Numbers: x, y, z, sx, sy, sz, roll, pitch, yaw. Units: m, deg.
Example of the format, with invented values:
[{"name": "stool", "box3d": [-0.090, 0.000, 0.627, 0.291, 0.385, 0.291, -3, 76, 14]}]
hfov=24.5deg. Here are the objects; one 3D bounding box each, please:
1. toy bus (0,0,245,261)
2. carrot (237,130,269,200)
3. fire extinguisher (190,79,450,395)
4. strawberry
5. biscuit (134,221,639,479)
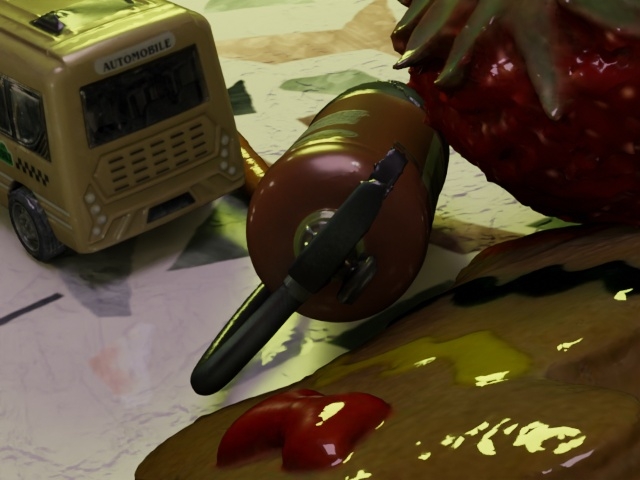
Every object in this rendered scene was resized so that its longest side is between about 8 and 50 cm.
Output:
[{"name": "toy bus", "box3d": [-0.231, -0.132, 1.233, 0.177, 0.202, 0.365, -27, 34, -30]}, {"name": "carrot", "box3d": [-0.066, -0.060, 1.236, 0.048, 0.048, 0.216, -21, 38, -24]}, {"name": "fire extinguisher", "box3d": [0.011, 0.002, 0.990, 0.113, 0.200, 0.376, 21, 15, 2]}, {"name": "strawberry", "box3d": [0.224, -0.135, 0.990, 0.343, 0.292, 0.292, 28, 4, -39]}, {"name": "biscuit", "box3d": [0.101, 0.064, 0.800, 0.394, 0.076, 0.368, -26, 10, -32]}]
